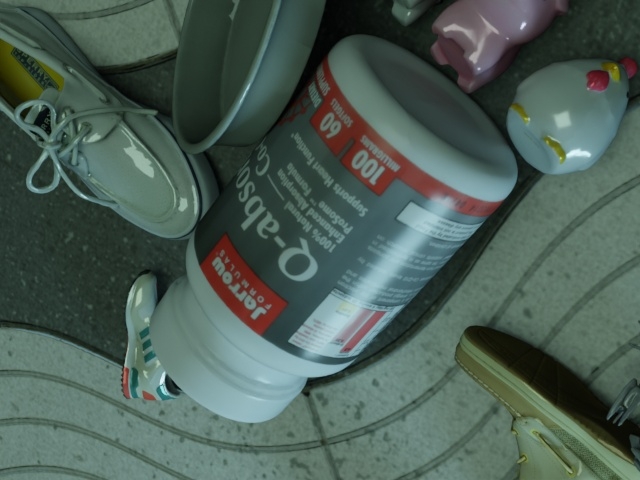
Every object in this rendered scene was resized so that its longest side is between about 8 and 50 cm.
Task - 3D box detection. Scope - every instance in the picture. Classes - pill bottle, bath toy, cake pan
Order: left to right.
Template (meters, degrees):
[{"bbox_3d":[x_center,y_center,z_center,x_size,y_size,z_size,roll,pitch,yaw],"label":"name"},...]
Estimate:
[{"bbox_3d":[-0.067,-0.218,1.014,0.054,0.293,0.293,13,113,-23],"label":"cake pan"},{"bbox_3d":[0.000,0.000,1.033,0.210,0.210,0.363,45,116,11],"label":"pill bottle"},{"bbox_3d":[0.155,-0.220,0.965,0.129,0.151,0.348,-38,82,-8],"label":"bath toy"}]

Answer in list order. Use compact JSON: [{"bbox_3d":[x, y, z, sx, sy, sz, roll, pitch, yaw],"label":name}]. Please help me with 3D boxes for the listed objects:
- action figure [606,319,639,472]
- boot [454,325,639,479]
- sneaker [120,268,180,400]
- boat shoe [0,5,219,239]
[{"bbox_3d":[0.383,0.173,0.943,0.185,0.099,0.285,-43,87,13],"label":"action figure"},{"bbox_3d":[0.201,0.227,1.052,0.262,0.095,0.203,37,115,7],"label":"boot"},{"bbox_3d":[-0.188,0.113,1.244,0.075,0.057,0.161,8,104,7],"label":"sneaker"},{"bbox_3d":[-0.277,-0.129,1.169,0.367,0.156,0.136,46,116,11],"label":"boat shoe"}]
